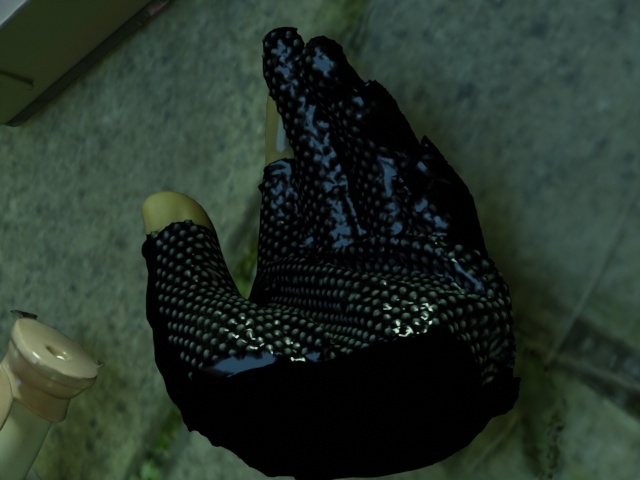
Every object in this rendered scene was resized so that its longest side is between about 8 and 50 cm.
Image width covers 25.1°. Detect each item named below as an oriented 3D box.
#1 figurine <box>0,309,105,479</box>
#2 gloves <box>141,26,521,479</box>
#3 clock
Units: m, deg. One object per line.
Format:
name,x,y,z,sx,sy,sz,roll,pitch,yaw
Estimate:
figurine,-0.206,0.152,0.667,0.276,0.200,0.133,-53,13,17
gloves,0.003,0.001,0.561,0.129,0.106,0.180,-36,33,28
clock,-0.133,-0.162,0.700,0.192,0.071,0.146,-34,62,30
